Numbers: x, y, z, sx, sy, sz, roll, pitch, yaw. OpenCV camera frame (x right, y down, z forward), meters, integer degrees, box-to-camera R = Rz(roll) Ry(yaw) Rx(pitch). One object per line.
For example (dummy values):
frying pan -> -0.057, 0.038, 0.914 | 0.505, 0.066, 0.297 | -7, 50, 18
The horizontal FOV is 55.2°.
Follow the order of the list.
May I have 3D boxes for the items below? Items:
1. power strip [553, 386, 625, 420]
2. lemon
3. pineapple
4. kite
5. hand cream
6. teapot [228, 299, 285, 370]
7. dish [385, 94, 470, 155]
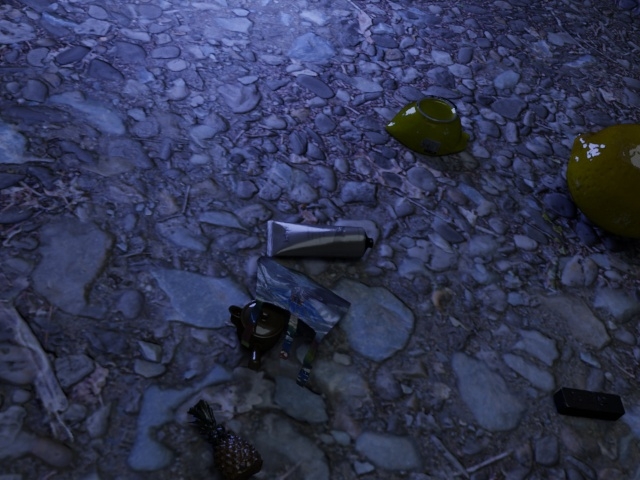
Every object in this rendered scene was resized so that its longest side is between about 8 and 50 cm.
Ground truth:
power strip -> 0.435, 0.264, 0.990 | 0.111, 0.029, 0.038 | 9, 48, -11
lemon -> 0.647, -0.120, 1.264 | 0.263, 0.236, 0.236 | 24, 44, 30
pineapple -> -0.127, 0.255, 0.795 | 0.058, 0.058, 0.124 | -21, 55, -32
kite -> -0.050, 0.102, 0.887 | 0.169, 0.015, 0.310 | 31, 18, 2
hand cream -> 0.000, 0.000, 1.064 | 0.186, 0.054, 0.087 | 3, 45, -8
teapot -> -0.099, 0.140, 0.883 | 0.084, 0.080, 0.110 | 14, 47, -7
dish -> 0.251, -0.264, 1.356 | 0.207, 0.080, 0.149 | 0, 51, -17
